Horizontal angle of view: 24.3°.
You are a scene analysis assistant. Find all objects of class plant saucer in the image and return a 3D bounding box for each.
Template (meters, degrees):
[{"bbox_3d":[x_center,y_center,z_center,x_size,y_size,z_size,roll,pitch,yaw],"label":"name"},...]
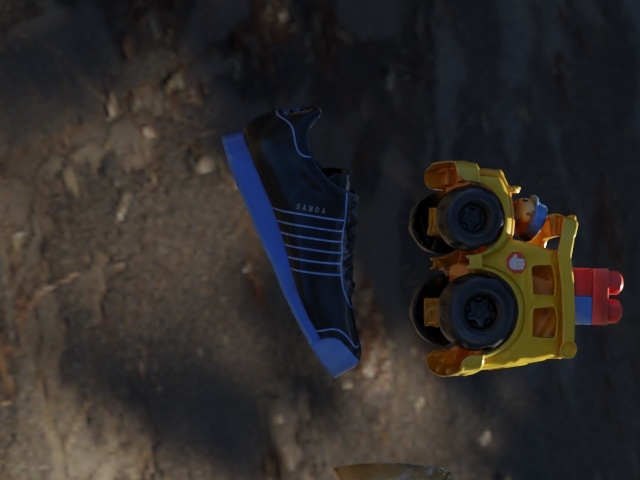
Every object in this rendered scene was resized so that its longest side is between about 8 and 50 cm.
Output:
[{"bbox_3d":[0.049,0.168,1.032,0.083,0.083,0.015,29,59,-56],"label":"plant saucer"}]

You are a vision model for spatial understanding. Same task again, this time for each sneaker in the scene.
[{"bbox_3d":[0.000,0.000,1.249,0.081,0.090,0.232,-106,173,-76],"label":"sneaker"}]

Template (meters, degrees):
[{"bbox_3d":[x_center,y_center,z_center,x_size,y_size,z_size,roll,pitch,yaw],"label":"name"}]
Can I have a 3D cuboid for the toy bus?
[{"bbox_3d":[0.208,0.027,1.547,0.149,0.211,0.220,169,-81,-80],"label":"toy bus"}]
